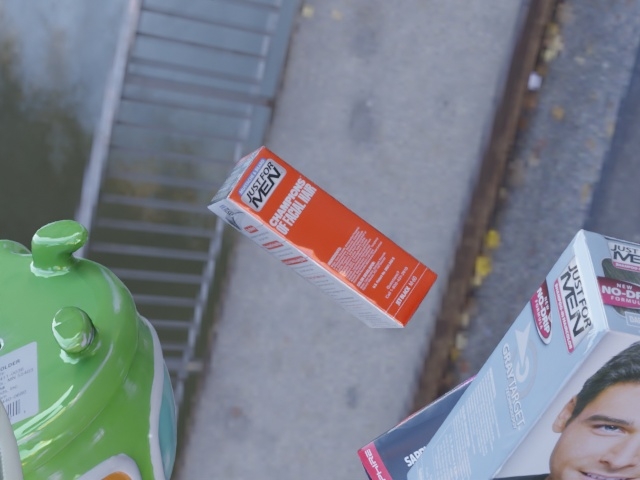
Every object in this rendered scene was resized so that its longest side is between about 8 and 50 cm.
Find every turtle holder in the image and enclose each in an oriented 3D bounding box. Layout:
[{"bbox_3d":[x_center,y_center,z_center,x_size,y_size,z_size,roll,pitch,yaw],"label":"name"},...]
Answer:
[{"bbox_3d":[-0.246,0.136,1.245,0.243,0.227,0.320,-42,36,-19],"label":"turtle holder"}]

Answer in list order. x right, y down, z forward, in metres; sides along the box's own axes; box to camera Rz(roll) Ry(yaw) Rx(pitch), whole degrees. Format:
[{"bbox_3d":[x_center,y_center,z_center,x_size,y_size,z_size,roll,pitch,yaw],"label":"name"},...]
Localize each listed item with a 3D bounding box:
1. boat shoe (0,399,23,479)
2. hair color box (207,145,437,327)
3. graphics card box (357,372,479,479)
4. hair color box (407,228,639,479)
[{"bbox_3d":[-0.205,0.159,0.619,0.127,0.113,0.340,-29,44,26],"label":"boat shoe"},{"bbox_3d":[0.000,0.000,1.175,0.053,0.167,0.093,-56,10,-10],"label":"hair color box"},{"bbox_3d":[0.233,0.175,1.731,0.371,0.233,0.094,-39,77,48],"label":"graphics card box"},{"bbox_3d":[0.236,0.166,1.355,0.374,0.185,0.113,118,156,-43],"label":"hair color box"}]
